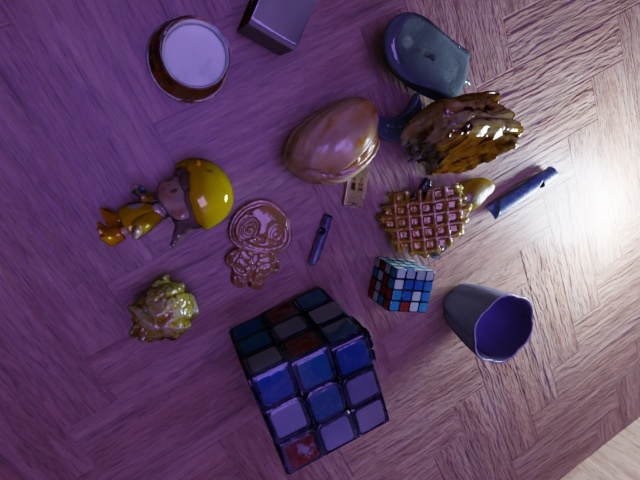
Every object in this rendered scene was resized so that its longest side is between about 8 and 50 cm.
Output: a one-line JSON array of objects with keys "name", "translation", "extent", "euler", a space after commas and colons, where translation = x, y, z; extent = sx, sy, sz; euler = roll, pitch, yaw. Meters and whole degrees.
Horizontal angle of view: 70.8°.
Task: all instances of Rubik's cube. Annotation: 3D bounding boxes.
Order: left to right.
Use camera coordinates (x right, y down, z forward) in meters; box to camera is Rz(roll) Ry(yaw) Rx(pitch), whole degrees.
[{"name": "Rubik's cube", "translation": [-0.045, 0.403, 1.382], "extent": [0.359, 0.363, 0.362], "euler": [-25, 113, -15]}, {"name": "Rubik's cube", "translation": [0.274, 0.149, 1.542], "extent": [0.154, 0.155, 0.151], "euler": [7, 100, -23]}]

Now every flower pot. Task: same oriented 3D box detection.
[{"name": "flower pot", "translation": [0.590, 0.275, 1.650], "extent": [0.265, 0.243, 0.265], "euler": [-7, 109, -21]}]

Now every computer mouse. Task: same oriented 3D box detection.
[{"name": "computer mouse", "translation": [0.320, -0.550, 1.383], "extent": [0.371, 0.122, 0.188], "euler": [16, 95, -31]}]

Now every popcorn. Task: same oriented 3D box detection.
[{"name": "popcorn", "translation": [-0.448, 0.207, 1.270], "extent": [0.167, 0.185, 0.187], "euler": [45, 95, -7]}]

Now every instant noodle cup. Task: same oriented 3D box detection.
[{"name": "instant noodle cup", "translation": [-0.324, -0.459, 1.132], "extent": [0.216, 0.172, 0.215], "euler": [-6, 106, -21]}]

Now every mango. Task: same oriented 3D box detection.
[{"name": "mango", "translation": [0.550, -0.169, 1.603], "extent": [0.161, 0.076, 0.103], "euler": [-27, 108, -16]}]

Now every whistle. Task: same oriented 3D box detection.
[{"name": "whistle", "translation": [0.000, 0.000, 1.462], "extent": [0.033, 0.033, 0.176], "euler": [14, 98, -24]}, {"name": "whistle", "translation": [0.755, -0.180, 1.686], "extent": [0.304, 0.062, 0.062], "euler": [-32, 113, -9]}]

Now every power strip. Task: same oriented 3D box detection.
[{"name": "power strip", "translation": [0.229, -0.381, 1.437], "extent": [0.216, 0.044, 0.137], "euler": [-21, 112, -15]}]

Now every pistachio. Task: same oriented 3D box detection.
[{"name": "pistachio", "translation": [0.040, -0.283, 1.307], "extent": [0.309, 0.230, 0.230], "euler": [-41, 115, -11]}]

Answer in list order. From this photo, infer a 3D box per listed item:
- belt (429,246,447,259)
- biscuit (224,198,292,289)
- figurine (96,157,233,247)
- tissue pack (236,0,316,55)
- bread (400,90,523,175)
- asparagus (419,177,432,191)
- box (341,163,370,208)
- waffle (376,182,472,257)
[{"name": "belt", "translation": [0.398, -0.042, 1.575], "extent": [0.148, 0.082, 0.163], "euler": [43, 93, -13]}, {"name": "biscuit", "translation": [-0.196, 0.016, 1.388], "extent": [0.202, 0.044, 0.288], "euler": [16, 96, -24]}, {"name": "figurine", "translation": [-0.402, -0.097, 1.192], "extent": [0.344, 0.215, 0.187], "euler": [-21, 143, -7]}, {"name": "tissue pack", "translation": [-0.096, -0.636, 1.179], "extent": [0.136, 0.159, 0.246], "euler": [23, 95, -26]}, {"name": "bread", "translation": [0.397, -0.331, 1.371], "extent": [0.370, 0.314, 0.191], "euler": [-5, 78, -32]}, {"name": "asparagus", "translation": [0.333, -0.141, 1.552], "extent": [0.036, 0.030, 0.165], "euler": [32, 90, -49]}, {"name": "box", "translation": [0.115, -0.180, 1.462], "extent": [0.073, 0.020, 0.149], "euler": [4, 103, -23]}, {"name": "waffle", "translation": [0.342, -0.083, 1.493], "extent": [0.283, 0.065, 0.309], "euler": [39, 95, 3]}]
